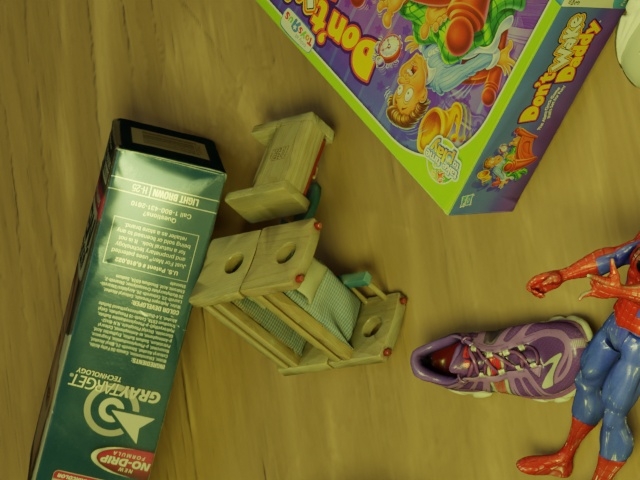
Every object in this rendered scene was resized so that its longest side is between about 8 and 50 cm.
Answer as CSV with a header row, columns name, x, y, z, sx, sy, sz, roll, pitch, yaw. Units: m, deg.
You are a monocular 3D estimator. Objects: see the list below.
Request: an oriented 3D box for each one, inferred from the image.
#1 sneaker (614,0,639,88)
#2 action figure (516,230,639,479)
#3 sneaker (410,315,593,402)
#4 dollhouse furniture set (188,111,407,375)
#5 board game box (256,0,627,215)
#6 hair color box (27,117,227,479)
name,x,y,z,sx,sy,sz,roll,pitch,yaw
sneaker,0.321,-0.175,1.388,0.262,0.099,0.121,-44,63,34
action figure,0.193,0.077,1.428,0.091,0.139,0.280,56,132,48
sneaker,0.142,0.098,1.555,0.170,0.071,0.068,-13,78,42
dollhouse furniture set,0.000,0.000,1.691,0.129,0.129,0.184,-11,50,43
board game box,0.083,-0.219,1.612,0.347,0.078,0.233,50,128,34
hair color box,-0.181,0.076,1.796,0.174,0.105,0.347,-117,41,-76
